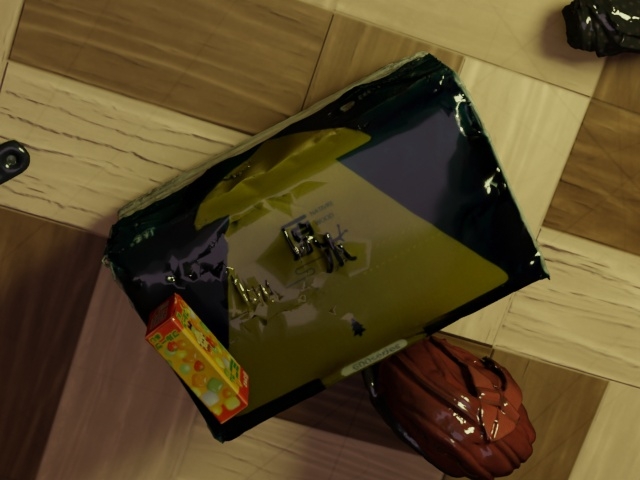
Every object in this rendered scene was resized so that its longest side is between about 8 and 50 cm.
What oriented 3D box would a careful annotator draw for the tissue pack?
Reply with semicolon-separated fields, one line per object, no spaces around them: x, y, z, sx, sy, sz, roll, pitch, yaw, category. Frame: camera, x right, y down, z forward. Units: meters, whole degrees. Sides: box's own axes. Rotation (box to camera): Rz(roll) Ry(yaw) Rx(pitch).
0.000;0.000;1.314;0.417;0.253;0.264;-27;108;3;tissue pack

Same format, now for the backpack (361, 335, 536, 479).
0.161;0.197;1.409;0.229;0.229;0.139;39;94;-16;backpack

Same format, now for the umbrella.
0.446;-0.260;1.385;0.326;0.090;0.094;-4;103;-7;umbrella

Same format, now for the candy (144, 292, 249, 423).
-0.120;0.116;1.174;0.038;0.062;0.122;-35;108;10;candy

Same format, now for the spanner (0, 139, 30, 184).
-0.472;-0.023;1.364;0.316;0.024;0.087;-28;109;-1;spanner
